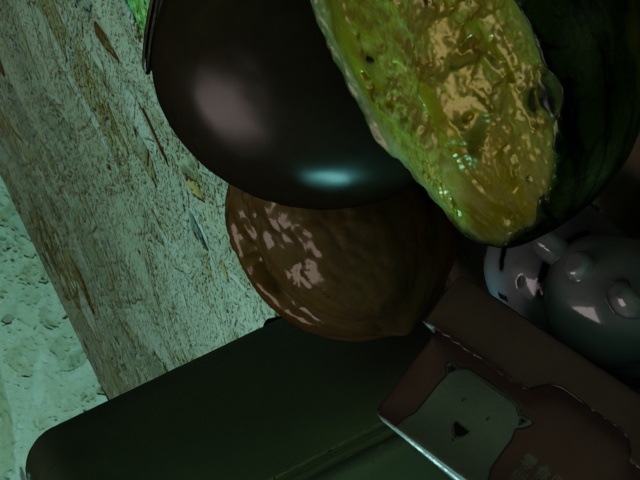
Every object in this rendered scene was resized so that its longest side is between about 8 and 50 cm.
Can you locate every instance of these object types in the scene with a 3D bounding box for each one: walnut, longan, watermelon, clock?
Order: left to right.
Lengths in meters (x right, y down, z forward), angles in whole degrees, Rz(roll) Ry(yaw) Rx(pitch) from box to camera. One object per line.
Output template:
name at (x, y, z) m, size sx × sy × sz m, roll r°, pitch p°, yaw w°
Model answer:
longan at (-0.005, -0.116, 1.131) m, size 0.198 × 0.198 × 0.212 m, roll 82°, pitch 176°, yaw -48°
walnut at (0.018, -0.011, 1.274) m, size 0.184 × 0.155 × 0.155 m, roll 57°, pitch 163°, yaw 28°
watermelon at (0.088, -0.113, 0.941) m, size 0.232 × 0.127 × 0.204 m, roll 57°, pitch 157°, yaw 25°
clock at (0.143, 0.022, 1.001) m, size 0.117 × 0.080 × 0.176 m, roll 41°, pitch 179°, yaw -36°

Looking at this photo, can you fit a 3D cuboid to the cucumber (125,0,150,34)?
cucumber at (-0.136, -0.260, 1.522) m, size 0.244 × 0.063 × 0.115 m, roll 80°, pitch 163°, yaw -45°

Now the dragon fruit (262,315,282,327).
dragon fruit at (0.034, 0.208, 1.649) m, size 0.344 × 0.100 × 0.282 m, roll 70°, pitch 165°, yaw -9°

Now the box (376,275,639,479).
box at (0.156, 0.138, 0.977) m, size 0.215 × 0.086 × 0.215 m, roll 34°, pitch 174°, yaw 32°

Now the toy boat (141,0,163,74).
toy boat at (-0.107, -0.196, 1.384) m, size 0.084 × 0.066 × 0.210 m, roll 109°, pitch 173°, yaw -47°

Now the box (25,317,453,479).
box at (-0.002, 0.178, 1.286) m, size 0.177 × 0.352 × 0.344 m, roll 69°, pitch 165°, yaw -17°
